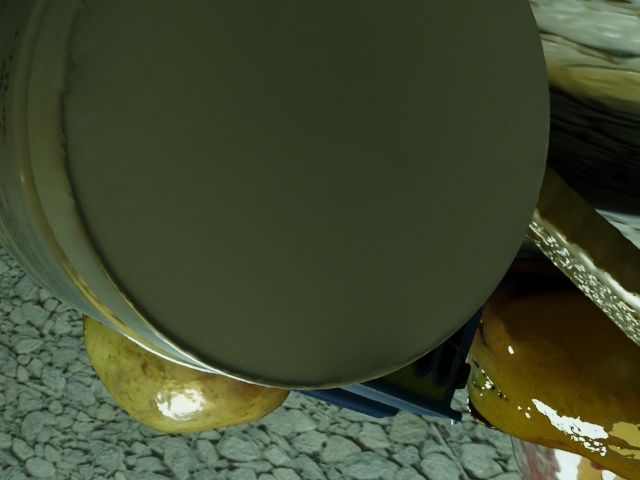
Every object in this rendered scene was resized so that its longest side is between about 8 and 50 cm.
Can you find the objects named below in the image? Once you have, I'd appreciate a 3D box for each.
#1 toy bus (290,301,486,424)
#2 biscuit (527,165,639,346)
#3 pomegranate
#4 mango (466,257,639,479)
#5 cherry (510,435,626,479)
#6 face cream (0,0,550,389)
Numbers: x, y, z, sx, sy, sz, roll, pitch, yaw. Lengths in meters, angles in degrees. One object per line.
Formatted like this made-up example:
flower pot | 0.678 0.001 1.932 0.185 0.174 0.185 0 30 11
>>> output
toy bus | 0.000 0.000 0.719 0.138 0.175 0.287 15 172 29
biscuit | 0.147 0.009 0.684 0.172 0.029 0.254 47 -174 28
pomegranate | -0.153 0.103 1.534 0.281 0.281 0.281 19 173 2
mango | 0.226 0.105 1.006 0.287 0.153 0.201 14 172 43
cherry | 0.311 0.198 1.282 0.236 0.213 0.285 -4 140 21
face cream | -0.031 -0.044 0.456 0.177 0.177 0.153 23 174 -27
